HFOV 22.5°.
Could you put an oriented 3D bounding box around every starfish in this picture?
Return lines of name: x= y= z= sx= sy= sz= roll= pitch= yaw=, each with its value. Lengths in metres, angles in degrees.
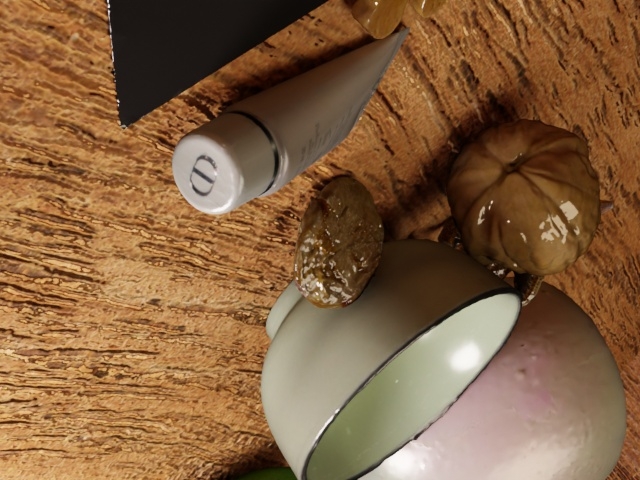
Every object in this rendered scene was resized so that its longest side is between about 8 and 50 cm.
starfish: x=0.268 y=-0.024 z=2.117 sx=0.071 sy=0.216 sz=0.238 roll=84 pitch=18 yaw=-75

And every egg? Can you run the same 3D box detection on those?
egg: x=0.192 y=0.248 z=2.231 sx=0.340 sy=0.354 sz=0.354 roll=-16 pitch=147 yaw=-36

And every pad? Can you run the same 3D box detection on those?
pad: x=-0.029 y=-0.255 z=1.351 sx=0.367 sy=0.007 sz=0.247 roll=-35 pitch=157 yaw=-22

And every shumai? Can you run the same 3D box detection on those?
shumai: x=0.004 y=0.008 z=1.799 sx=0.105 sy=0.139 sz=0.123 roll=-21 pitch=142 yaw=35

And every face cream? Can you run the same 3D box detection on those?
face cream: x=-0.018 y=-0.111 z=1.543 sx=0.314 sy=0.089 sz=0.143 roll=-30 pitch=156 yaw=-50

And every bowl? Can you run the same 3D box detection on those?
bowl: x=0.057 y=0.122 z=1.956 sx=0.354 sy=0.185 sz=0.354 roll=-35 pitch=157 yaw=-17

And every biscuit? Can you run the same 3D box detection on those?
biscuit: x=0.103 y=-0.286 z=1.472 sx=0.144 sy=0.040 sz=0.236 roll=-36 pitch=157 yaw=-39

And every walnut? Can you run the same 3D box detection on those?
walnut: x=0.251 y=-0.049 z=1.972 sx=0.213 sy=0.213 sz=0.213 roll=-37 pitch=158 yaw=-18

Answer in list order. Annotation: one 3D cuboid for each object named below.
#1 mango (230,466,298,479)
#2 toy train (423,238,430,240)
mango: x=-0.099 y=0.434 z=2.263 sx=0.382 sy=0.201 sz=0.225 roll=-21 pitch=129 yaw=-65
toy train: x=0.124 y=0.063 z=2.107 sx=0.050 sy=0.087 sz=0.138 roll=-25 pitch=153 yaw=-47
